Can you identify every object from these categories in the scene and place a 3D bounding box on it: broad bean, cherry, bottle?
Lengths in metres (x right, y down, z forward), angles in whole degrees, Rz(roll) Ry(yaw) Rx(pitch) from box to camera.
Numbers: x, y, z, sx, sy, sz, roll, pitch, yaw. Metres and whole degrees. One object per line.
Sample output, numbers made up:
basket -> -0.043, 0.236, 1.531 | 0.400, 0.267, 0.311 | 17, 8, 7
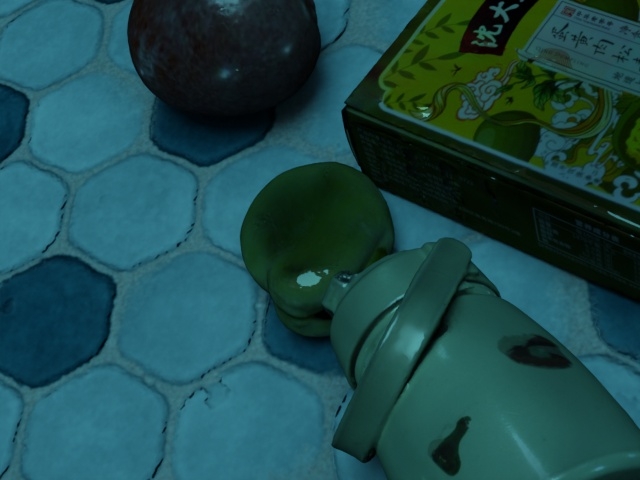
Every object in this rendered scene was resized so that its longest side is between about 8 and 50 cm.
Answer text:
broad bean -> 0.000, 0.000, 1.215 | 0.169, 0.100, 0.228 | -22, 52, -7
cherry -> -0.103, -0.270, 1.354 | 0.285, 0.213, 0.236 | -16, 46, 19
bottle -> 0.122, 0.137, 1.014 | 0.229, 0.229, 0.351 | -30, 50, -3

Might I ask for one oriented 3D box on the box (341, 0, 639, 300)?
box -> 0.295, -0.163, 1.203 | 0.420, 0.138, 0.373 | 27, 69, 29
